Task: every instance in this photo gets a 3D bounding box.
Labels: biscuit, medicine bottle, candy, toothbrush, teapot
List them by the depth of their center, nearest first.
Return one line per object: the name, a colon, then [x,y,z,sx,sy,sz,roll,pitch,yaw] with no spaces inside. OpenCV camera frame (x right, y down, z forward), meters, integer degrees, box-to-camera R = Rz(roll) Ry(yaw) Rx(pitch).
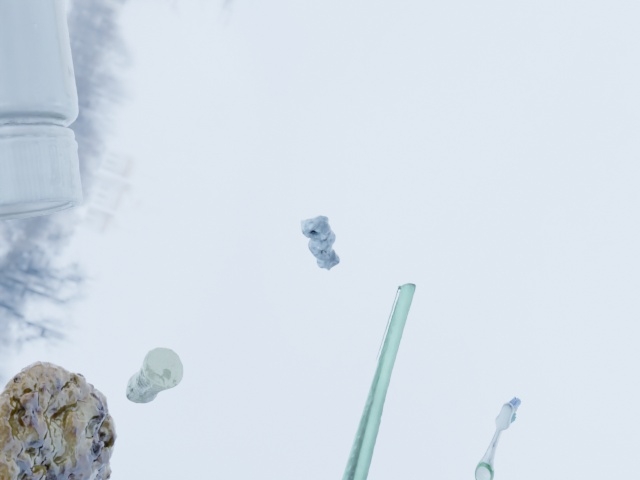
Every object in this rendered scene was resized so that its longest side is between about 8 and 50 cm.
candy: [0.034,0.184,1.043,0.093,0.092,0.336,-13,-129,51]
medicine bottle: [-0.291,-0.147,1.120,0.144,0.144,0.252,154,-73,-69]
teapot: [-0.216,0.177,1.614,0.067,0.057,0.083,-23,168,-44]
toothbrush: [0.228,0.334,1.752,0.030,0.030,0.304,-89,-169,-53]
biscuit: [-0.422,0.346,1.963,0.334,0.081,0.289,41,59,-61]

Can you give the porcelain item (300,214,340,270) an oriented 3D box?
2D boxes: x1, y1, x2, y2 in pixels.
porcelain item: [0.000,0.000,1.386,0.083,0.036,0.028,67,29,-51]
